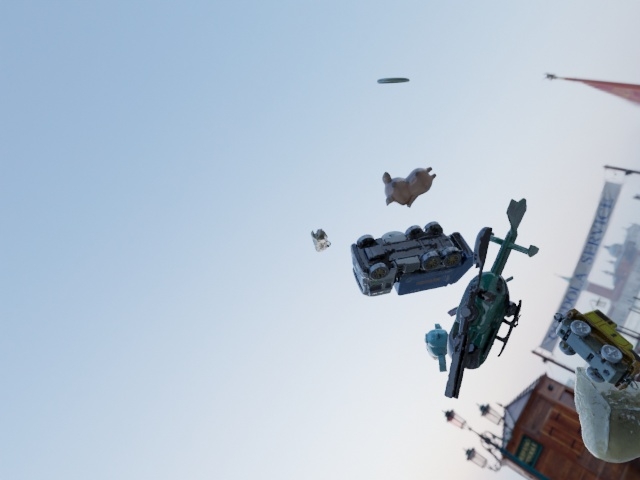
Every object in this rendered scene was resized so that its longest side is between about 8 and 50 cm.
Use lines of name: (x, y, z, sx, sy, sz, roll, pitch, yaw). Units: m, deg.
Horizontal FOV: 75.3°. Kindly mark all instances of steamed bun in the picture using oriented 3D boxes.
steamed bun: (0.741, 0.444, 1.027, 0.110, 0.231, 0.213, 36, -108, -46)

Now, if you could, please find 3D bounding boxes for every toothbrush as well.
toothbrush: (0.345, 0.119, 0.888, 0.167, 0.014, 0.011, -27, -41, -6)

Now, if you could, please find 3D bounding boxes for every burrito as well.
burrito: (0.000, 0.000, 1.281, 0.055, 0.041, 0.149, -30, -19, -2)

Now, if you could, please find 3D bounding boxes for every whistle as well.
whistle: (0.459, 0.414, 1.636, 0.274, 0.093, 0.186, 65, -157, -57)

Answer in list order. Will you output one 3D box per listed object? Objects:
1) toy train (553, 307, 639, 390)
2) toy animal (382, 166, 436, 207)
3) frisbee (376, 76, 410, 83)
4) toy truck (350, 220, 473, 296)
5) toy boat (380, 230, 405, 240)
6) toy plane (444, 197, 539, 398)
toy train: (0.638, 0.238, 0.946, 0.127, 0.219, 0.089, -13, -50, -19)
toy animal: (0.229, -0.145, 1.085, 0.150, 0.083, 0.089, -25, -52, 6)
frisbee: (0.242, -0.532, 1.378, 0.110, 0.110, 0.014, -20, -66, -44)
toy truck: (0.273, 0.061, 1.235, 0.367, 0.146, 0.175, -9, -46, -10)
toy boat: (0.356, 0.057, 1.680, 0.140, 0.269, 0.141, -38, -14, -11)
toy plane: (0.316, 0.104, 0.784, 0.155, 0.106, 0.382, 8, -75, -49)
